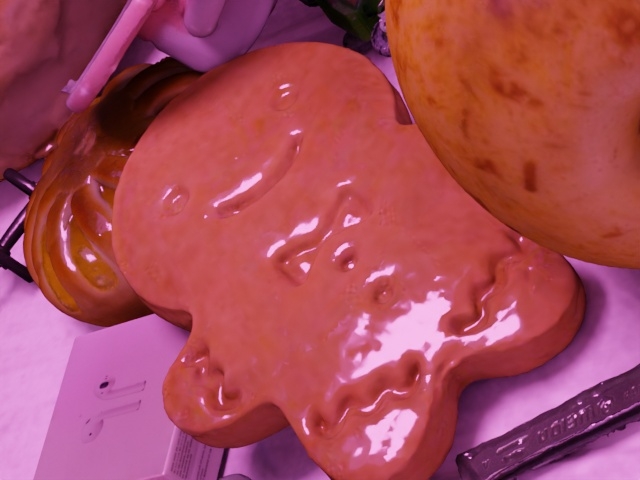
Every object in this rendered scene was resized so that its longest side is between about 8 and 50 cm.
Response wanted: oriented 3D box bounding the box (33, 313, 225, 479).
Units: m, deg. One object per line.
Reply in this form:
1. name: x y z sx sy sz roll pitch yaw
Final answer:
1. box: -0.118 0.117 1.238 0.129 0.051 0.130 -17 47 38

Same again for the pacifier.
1. pacifier: -0.113 -0.230 1.313 0.273 0.220 0.332 4 37 13

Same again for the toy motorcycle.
1. toy motorcycle: 0.047 -0.186 1.322 0.106 0.074 0.190 -42 34 -4

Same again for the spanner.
1. spanner: 0.200 0.058 0.970 0.325 0.026 0.093 -29 39 28

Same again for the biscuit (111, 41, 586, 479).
1. biscuit: -0.001 -0.001 1.151 0.275 0.052 0.355 -41 48 0

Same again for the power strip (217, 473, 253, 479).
1. power strip: -0.011 0.225 1.017 0.193 0.059 0.265 -47 36 13

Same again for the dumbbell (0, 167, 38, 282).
1. dumbbell: -0.233 -0.012 1.465 0.147 0.069 0.069 -55 36 -6

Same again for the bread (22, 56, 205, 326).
1. bread: -0.137 -0.041 1.361 0.213 0.105 0.213 -31 40 30

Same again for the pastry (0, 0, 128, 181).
1. pastry: -0.306 -0.236 1.571 0.409 0.245 0.409 -26 50 36

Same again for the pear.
1. pear: 0.168 -0.120 0.965 0.281 0.281 0.280 -28 41 28
